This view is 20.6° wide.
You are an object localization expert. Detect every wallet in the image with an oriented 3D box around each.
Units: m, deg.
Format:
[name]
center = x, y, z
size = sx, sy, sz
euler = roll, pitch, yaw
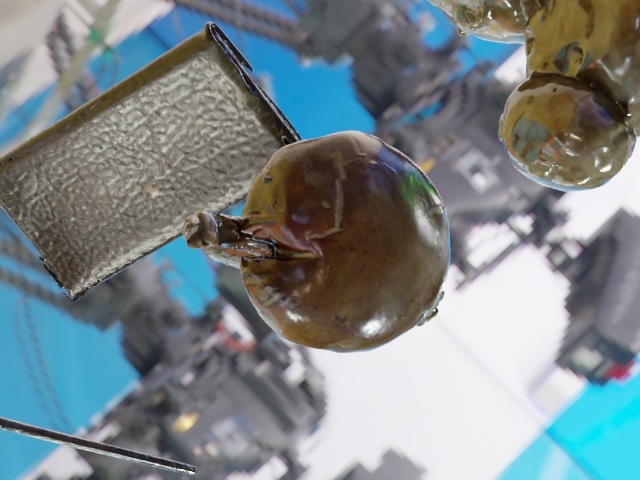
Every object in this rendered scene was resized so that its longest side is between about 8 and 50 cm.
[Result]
[wallet]
center = -0.139, -0.059, 1.371
size = 0.243, 0.133, 0.039
euler = -30, -162, 24

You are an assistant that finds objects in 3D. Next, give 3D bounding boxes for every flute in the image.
[flute]
center = -0.246, 0.226, 1.936
size = 0.269, 0.014, 0.014
euler = 19, 128, -35

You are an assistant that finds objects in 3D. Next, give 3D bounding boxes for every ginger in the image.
[ginger]
center = 0.208, -0.182, 1.360
size = 0.244, 0.304, 0.155
euler = -22, 143, 8

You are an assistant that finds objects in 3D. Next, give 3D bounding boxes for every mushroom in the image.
[mushroom]
center = 0.000, 0.000, 1.067
size = 0.170, 0.135, 0.080
euler = 2, 172, -13

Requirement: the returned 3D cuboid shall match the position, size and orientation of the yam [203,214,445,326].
[yam]
center = 0.001, 0.032, 2.107
size = 0.067, 0.317, 0.071
euler = -49, 143, -35
